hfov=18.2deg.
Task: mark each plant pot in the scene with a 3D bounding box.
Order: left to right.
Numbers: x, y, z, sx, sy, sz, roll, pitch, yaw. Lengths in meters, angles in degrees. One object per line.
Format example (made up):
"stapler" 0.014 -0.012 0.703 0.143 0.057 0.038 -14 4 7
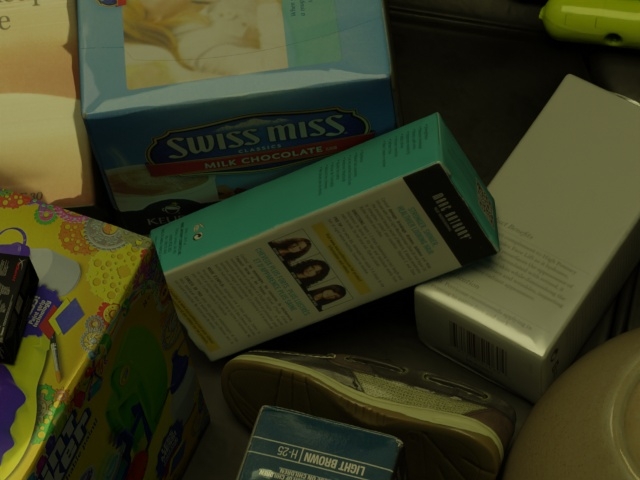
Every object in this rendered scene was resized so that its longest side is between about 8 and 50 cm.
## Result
"plant pot" 0.257 0.163 1.350 0.284 0.191 0.284 -3 59 4

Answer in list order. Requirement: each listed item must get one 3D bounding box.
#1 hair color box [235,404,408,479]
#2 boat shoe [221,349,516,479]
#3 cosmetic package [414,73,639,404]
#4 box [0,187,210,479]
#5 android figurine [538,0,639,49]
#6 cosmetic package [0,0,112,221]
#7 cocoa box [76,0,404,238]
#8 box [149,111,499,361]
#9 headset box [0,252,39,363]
"hair color box" -0.036 0.304 1.307 0.105 0.174 0.347 13 63 12
"boat shoe" 0.037 0.123 1.467 0.223 0.080 0.073 14 35 24
"cosmetic package" 0.179 -0.003 1.516 0.117 0.085 0.231 29 65 21
"box" -0.229 0.157 1.352 0.177 0.279 0.290 18 64 16
"android figurine" 0.244 -0.271 1.680 0.273 0.056 0.248 7 61 9
"cosmetic package" -0.253 -0.158 1.556 0.153 0.129 0.296 -7 84 -1
"cocoa box" -0.064 -0.189 1.564 0.231 0.228 0.347 -7 59 2
"box" 0.000 0.000 1.469 0.244 0.100 0.060 -21 39 19
"headset box" -0.224 0.038 1.239 0.083 0.032 0.062 6 60 11
